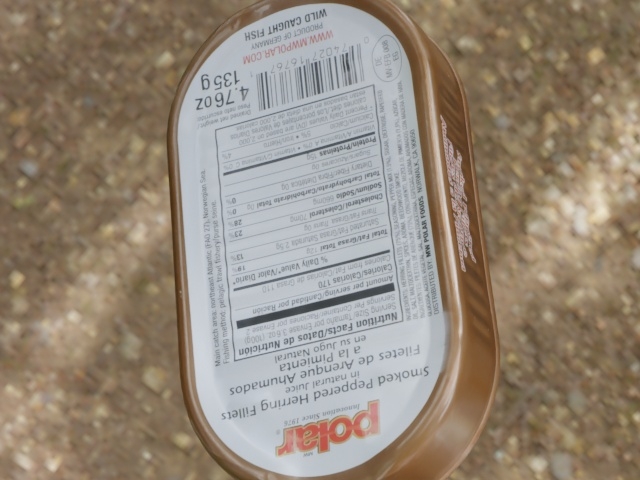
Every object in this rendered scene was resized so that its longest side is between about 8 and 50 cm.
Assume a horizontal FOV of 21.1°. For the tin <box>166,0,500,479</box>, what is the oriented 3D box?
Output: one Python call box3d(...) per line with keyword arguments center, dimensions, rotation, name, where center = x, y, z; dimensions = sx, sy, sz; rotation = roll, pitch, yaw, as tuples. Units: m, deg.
box3d(center=(0.000, 0.000, 0.586), dimensions=(0.106, 0.040, 0.189), rotation=(-16, 65, 23), name="tin")
